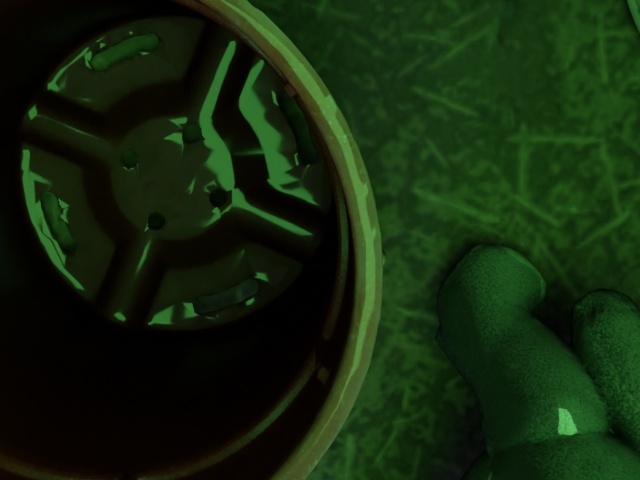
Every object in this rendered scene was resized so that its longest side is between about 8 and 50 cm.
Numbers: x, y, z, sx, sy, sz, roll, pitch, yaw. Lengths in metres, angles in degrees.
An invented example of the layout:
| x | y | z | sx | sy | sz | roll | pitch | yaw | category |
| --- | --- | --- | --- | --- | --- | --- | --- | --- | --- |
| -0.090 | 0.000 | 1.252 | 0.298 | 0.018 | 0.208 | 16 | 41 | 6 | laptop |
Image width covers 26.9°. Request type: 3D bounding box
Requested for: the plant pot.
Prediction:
| x | y | z | sx | sy | sz | roll | pitch | yaw | category |
| --- | --- | --- | --- | --- | --- | --- | --- | --- | --- |
| -0.098 | -0.015 | 0.666 | 0.272 | 0.265 | 0.272 | 1 | 102 | 6 | plant pot |

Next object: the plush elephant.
| x | y | z | sx | sy | sz | roll | pitch | yaw | category |
| --- | --- | --- | --- | --- | --- | --- | --- | --- | --- |
| 0.206 | 0.177 | 0.774 | 0.255 | 0.330 | 0.272 | 13 | 97 | -27 | plush elephant |

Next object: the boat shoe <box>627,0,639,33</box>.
| x | y | z | sx | sy | sz | roll | pitch | yaw | category |
| --- | --- | --- | --- | --- | --- | --- | --- | --- | --- |
| 0.259 | -0.117 | 0.799 | 0.206 | 0.075 | 0.065 | 47 | 54 | -9 | boat shoe |

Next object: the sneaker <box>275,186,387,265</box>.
| x | y | z | sx | sy | sz | roll | pitch | yaw | category |
| --- | --- | --- | --- | --- | --- | --- | --- | --- | --- |
| 0.000 | 0.000 | 0.813 | 0.083 | 0.032 | 0.037 | 37 | 99 | -13 | sneaker |
